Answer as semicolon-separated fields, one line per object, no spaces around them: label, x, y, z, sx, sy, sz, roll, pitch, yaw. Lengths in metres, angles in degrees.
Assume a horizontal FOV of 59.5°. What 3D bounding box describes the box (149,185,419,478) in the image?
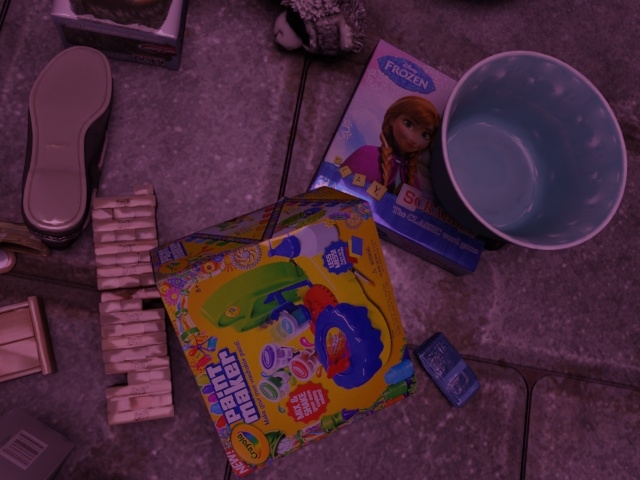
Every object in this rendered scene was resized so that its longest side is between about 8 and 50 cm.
box;-0.051;0.112;0.785;0.279;0.177;0.289;-22;108;-13

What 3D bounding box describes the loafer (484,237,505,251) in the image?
loafer;0.362;-0.048;1.022;0.062;0.061;0.170;42;73;-2

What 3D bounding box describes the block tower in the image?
block tower;-0.277;0.092;0.832;0.097;0.091;0.335;-4;80;-15

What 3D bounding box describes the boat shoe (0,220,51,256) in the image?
boat shoe;-0.449;0.002;0.789;0.056;0.153;0.048;-12;86;21

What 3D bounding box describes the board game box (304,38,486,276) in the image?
board game box;0.177;-0.146;0.995;0.319;0.066;0.317;25;75;-8

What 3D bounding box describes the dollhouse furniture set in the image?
dollhouse furniture set;-0.449;0.111;0.651;0.174;0.355;0.303;-14;82;-16

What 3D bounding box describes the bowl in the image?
bowl;0.303;-0.124;0.902;0.312;0.163;0.311;3;79;-15

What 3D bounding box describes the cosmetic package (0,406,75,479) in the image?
cosmetic package;-0.420;0.346;0.689;0.107;0.127;0.238;35;98;-5

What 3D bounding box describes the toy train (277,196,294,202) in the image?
toy train;0.000;0.000;0.924;0.184;0.080;0.105;28;84;-9

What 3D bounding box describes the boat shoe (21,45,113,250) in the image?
boat shoe;-0.385;-0.144;0.849;0.112;0.095;0.334;8;63;-19

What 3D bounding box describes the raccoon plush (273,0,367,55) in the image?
raccoon plush;0.034;-0.505;0.876;0.299;0.446;0.216;39;41;-5

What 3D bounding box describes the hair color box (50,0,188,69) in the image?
hair color box;-0.305;-0.490;0.925;0.186;0.113;0.374;7;79;-12

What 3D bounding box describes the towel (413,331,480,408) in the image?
towel;0.218;0.220;0.955;0.067;0.029;0.119;-38;89;-18
